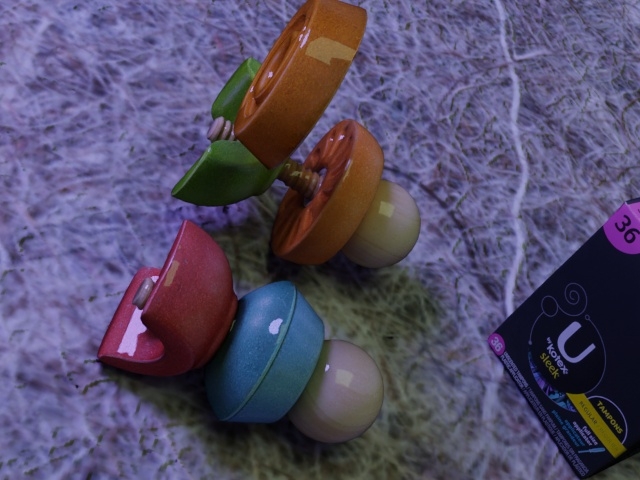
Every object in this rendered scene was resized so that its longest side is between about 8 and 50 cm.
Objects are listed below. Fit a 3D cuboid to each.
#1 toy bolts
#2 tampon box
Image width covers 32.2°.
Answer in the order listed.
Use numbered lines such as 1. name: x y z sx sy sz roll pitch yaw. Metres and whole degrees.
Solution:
1. toy bolts: 0.000 0.000 0.644 0.158 0.218 0.228 30 62 -15
2. tampon box: 0.216 0.060 0.735 0.101 0.161 0.120 -14 61 -39
